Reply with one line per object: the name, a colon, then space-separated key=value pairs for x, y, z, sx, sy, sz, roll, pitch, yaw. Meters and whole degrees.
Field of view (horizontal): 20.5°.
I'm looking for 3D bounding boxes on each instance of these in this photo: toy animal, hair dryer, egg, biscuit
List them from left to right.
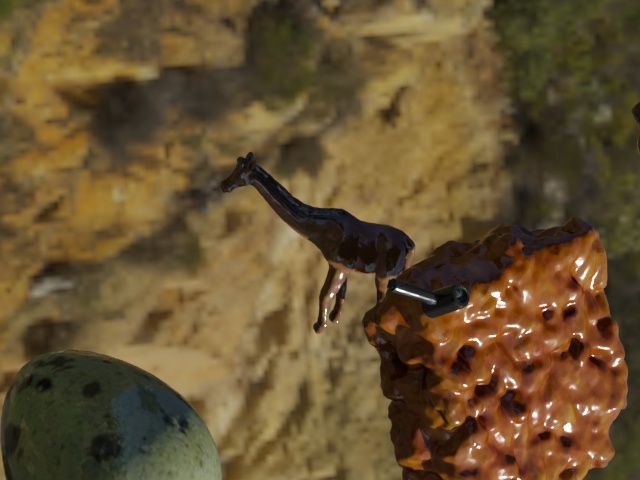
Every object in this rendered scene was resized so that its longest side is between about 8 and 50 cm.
egg: x=-0.187 y=0.190 z=1.524 sx=0.228 sy=0.177 sz=0.177 roll=48 pitch=-30 yaw=25
toy animal: x=0.000 y=0.000 z=2.058 sx=0.066 sy=0.224 sz=0.230 roll=-106 pitch=-168 yaw=-62
hair dryer: x=0.098 y=0.049 z=1.685 sx=0.047 sy=0.083 sz=0.026 roll=-24 pitch=-125 yaw=46
biscuit: x=0.205 y=0.142 z=1.935 sx=0.110 sy=0.318 sz=0.312 roll=5 pitch=-68 yaw=51

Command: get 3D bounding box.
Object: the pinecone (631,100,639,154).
pinecone: x=0.506 y=-0.069 z=1.732 sx=0.384 sy=0.384 sz=0.384 roll=174 pitch=-90 yaw=-78
